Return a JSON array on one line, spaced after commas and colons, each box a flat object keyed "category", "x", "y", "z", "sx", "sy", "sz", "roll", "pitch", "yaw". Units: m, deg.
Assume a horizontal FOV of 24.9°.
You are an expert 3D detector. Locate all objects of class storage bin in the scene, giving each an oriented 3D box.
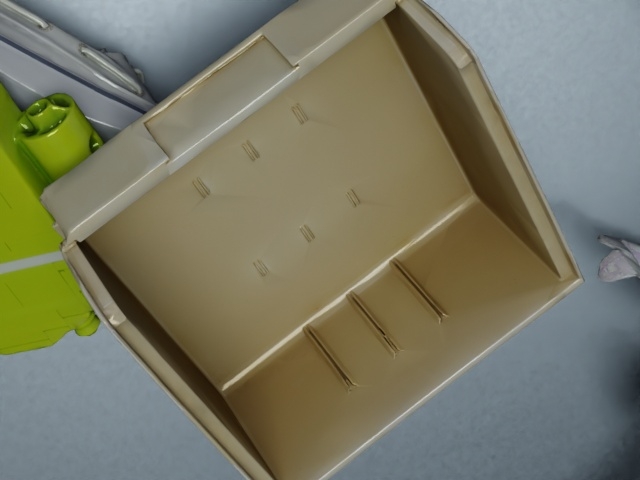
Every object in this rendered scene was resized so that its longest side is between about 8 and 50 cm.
[{"category": "storage bin", "x": 0.000, "y": 0.000, "z": 0.931, "sx": 0.262, "sy": 0.123, "sz": 0.260, "roll": -37, "pitch": 137, "yaw": -3}]

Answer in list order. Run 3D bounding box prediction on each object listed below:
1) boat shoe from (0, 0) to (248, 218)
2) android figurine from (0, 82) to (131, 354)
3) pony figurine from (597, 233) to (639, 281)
[{"category": "boat shoe", "x": -0.156, "y": -0.087, "z": 0.974, "sx": 0.267, "sy": 0.088, "sz": 0.096, "roll": 28, "pitch": 140, "yaw": -17}, {"category": "android figurine", "x": -0.243, "y": -0.018, "z": 0.950, "sx": 0.248, "sy": 0.056, "sz": 0.273, "roll": -14, "pitch": 132, "yaw": 21}, {"category": "pony figurine", "x": 0.350, "y": 0.159, "z": 1.039, "sx": 0.351, "sy": 0.303, "sz": 0.363, "roll": 19, "pitch": 101, "yaw": -45}]
